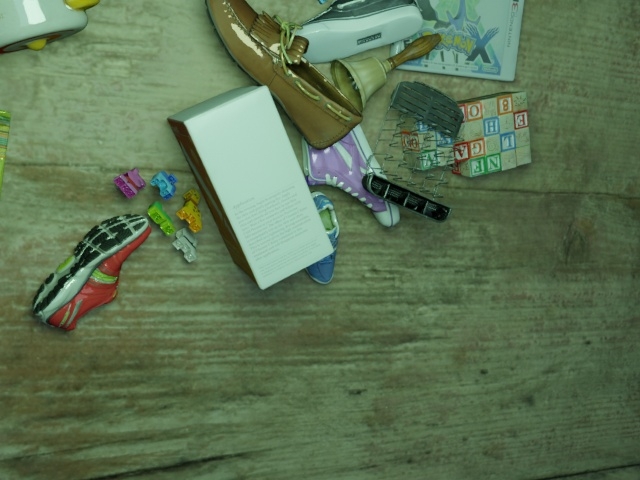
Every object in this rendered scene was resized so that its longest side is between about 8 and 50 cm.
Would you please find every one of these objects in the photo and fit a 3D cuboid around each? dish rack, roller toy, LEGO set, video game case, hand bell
[{"bbox_3d":[0.211,-0.194,1.354,0.208,0.074,0.272,21,88,-25],"label":"dish rack"},{"bbox_3d":[-0.496,-0.392,1.064,0.209,0.191,0.146,-31,112,-38],"label":"roller toy"},{"bbox_3d":[-0.295,-0.077,1.284,0.087,0.093,0.227,-26,120,19],"label":"LEGO set"},{"bbox_3d":[0.318,-0.527,1.445,0.329,0.036,0.300,0,102,-22],"label":"video game case"},{"bbox_3d":[0.155,-0.380,1.362,0.242,0.126,0.126,-31,111,-12],"label":"hand bell"}]

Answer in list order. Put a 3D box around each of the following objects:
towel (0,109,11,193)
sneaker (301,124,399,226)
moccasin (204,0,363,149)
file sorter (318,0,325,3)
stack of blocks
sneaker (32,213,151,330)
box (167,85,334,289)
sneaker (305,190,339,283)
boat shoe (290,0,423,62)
[{"bbox_3d":[-0.633,-0.128,1.162,0.102,0.021,0.237,8,99,-22],"label":"towel"},{"bbox_3d":[0.054,-0.129,1.404,0.161,0.102,0.282,-32,101,-9],"label":"sneaker"},{"bbox_3d":[-0.066,-0.348,1.222,0.147,0.139,0.380,-33,104,29],"label":"moccasin"},{"bbox_3d":[0.044,-0.585,1.285,0.170,0.104,0.118,-43,113,-7],"label":"file sorter"},{"bbox_3d":[0.341,-0.239,1.492,0.297,0.087,0.171,-14,106,-18],"label":"stack of blocks"},{"bbox_3d":[-0.434,0.062,1.261,0.279,0.107,0.118,-44,132,-4],"label":"sneaker"},{"bbox_3d":[-0.140,-0.112,1.258,0.168,0.215,0.345,-27,110,-14],"label":"box"},{"bbox_3d":[0.000,0.000,1.414,0.080,0.081,0.211,-12,108,-21],"label":"sneaker"},{"bbox_3d":[0.057,-0.456,1.326,0.301,0.108,0.102,-16,71,-2],"label":"boat shoe"}]
